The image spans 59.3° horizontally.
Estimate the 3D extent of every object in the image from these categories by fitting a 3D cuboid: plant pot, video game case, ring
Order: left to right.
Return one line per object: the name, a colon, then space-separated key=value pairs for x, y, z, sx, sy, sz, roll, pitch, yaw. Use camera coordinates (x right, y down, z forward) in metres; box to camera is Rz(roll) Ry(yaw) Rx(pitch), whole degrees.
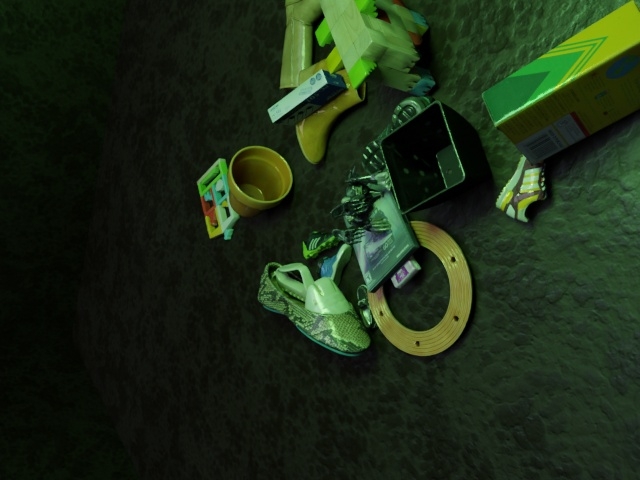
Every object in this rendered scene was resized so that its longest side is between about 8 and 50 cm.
plant pot: x=-0.217 y=-0.173 z=1.839 sx=0.188 sy=0.205 sz=0.205 roll=-47 pitch=56 yaw=57
video game case: x=0.151 y=-0.029 z=1.481 sx=0.196 sy=0.026 sz=0.274 roll=-51 pitch=41 yaw=36
ring: x=0.245 y=0.119 z=1.419 sx=0.336 sy=0.032 sz=0.337 roll=3 pitch=94 yaw=49
plant pot: x=0.275 y=-0.179 z=1.273 sx=0.188 sy=0.166 sz=0.188 roll=-31 pitch=68 yaw=46

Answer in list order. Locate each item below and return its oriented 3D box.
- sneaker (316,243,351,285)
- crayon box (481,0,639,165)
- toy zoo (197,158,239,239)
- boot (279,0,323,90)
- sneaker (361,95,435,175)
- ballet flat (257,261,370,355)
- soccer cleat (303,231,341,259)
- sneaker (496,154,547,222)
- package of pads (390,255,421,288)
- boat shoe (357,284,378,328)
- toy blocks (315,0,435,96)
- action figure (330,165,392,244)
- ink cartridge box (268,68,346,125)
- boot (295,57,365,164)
sneaker: x=0.033 y=0.059 z=1.642 sx=0.084 sy=0.058 sz=0.152 roll=39 pitch=126 yaw=32
crayon box: x=0.472 y=-0.271 z=0.979 sx=0.318 sy=0.202 sz=0.081 roll=-29 pitch=59 yaw=29
toy zoo: x=-0.389 y=-0.138 z=2.147 sx=0.192 sy=0.030 sz=0.294 roll=-33 pitch=66 yaw=45
boot: x=-0.036 y=-0.597 z=1.695 sx=0.236 sy=0.089 sz=0.270 roll=15 pitch=103 yaw=56
sneaker: x=0.201 y=-0.256 z=1.415 sx=0.101 sy=0.106 sz=0.267 roll=47 pitch=137 yaw=6
ballet flat: x=-0.038 y=0.168 z=1.638 sx=0.482 sy=0.163 sz=0.182 roll=22 pitch=116 yaw=51
soccer cleat: x=0.000 y=0.000 z=1.680 sx=0.179 sy=0.060 sz=0.072 roll=-33 pitch=65 yaw=48
sneaker: x=0.445 y=-0.128 z=1.164 sx=0.083 sy=0.069 sz=0.186 roll=37 pitch=119 yaw=24
package of pads: x=0.211 y=0.076 z=1.409 sx=0.083 sy=0.031 sz=0.050 roll=-52 pitch=50 yaw=35
boat shoe: x=0.124 y=0.183 z=1.553 sx=0.046 sy=0.038 sz=0.125 roll=-32 pitch=67 yaw=45
toy blocks: x=0.153 y=-0.506 z=1.358 sx=0.191 sy=0.260 sz=0.382 roll=-45 pitch=51 yaw=42
action figure: x=0.113 y=-0.088 z=1.406 sx=0.140 sy=0.276 sz=0.164 roll=2 pitch=114 yaw=16
ink cartridge box: x=-0.038 y=-0.388 z=1.543 sx=0.207 sy=0.097 sz=0.046 roll=-28 pitch=79 yaw=34
boot: x=0.034 y=-0.373 z=1.603 sx=0.211 sy=0.104 sz=0.295 roll=1 pitch=97 yaw=42
